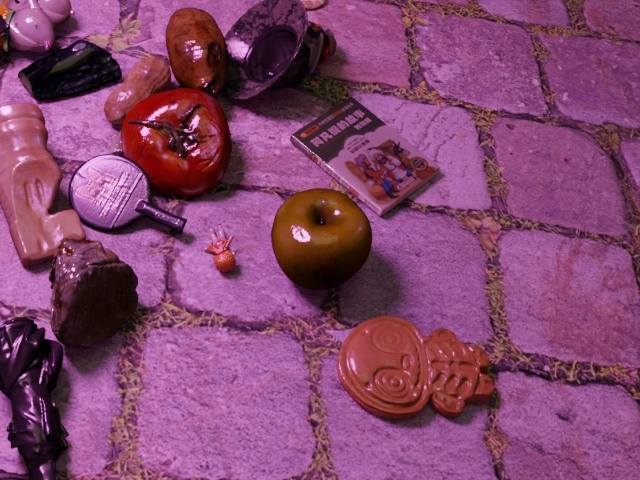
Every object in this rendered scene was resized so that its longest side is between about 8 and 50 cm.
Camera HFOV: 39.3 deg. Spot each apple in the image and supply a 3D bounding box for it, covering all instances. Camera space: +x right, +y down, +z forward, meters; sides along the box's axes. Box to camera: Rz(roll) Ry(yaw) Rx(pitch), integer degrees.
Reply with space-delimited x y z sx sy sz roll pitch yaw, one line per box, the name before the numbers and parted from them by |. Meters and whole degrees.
apple | 0.000 0.000 1.659 0.196 0.157 0.197 7 51 -8

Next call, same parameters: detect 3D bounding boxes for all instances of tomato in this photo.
tomato | -0.272 -0.200 1.744 0.227 0.101 0.228 3 77 -12

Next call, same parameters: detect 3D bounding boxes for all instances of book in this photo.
book | 0.095 -0.184 1.911 0.264 0.027 0.202 41 55 18

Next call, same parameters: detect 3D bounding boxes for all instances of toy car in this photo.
toy car | -0.022 -0.457 2.055 0.112 0.112 0.139 -19 49 -44

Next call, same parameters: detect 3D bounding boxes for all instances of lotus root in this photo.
lotus root | -0.258 -0.391 1.908 0.128 0.145 0.260 -17 55 0

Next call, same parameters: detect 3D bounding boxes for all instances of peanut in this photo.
peanut | -0.380 -0.309 1.854 0.089 0.089 0.193 26 51 7

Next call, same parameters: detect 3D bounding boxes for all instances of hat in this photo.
hat | -0.094 -0.399 1.954 0.128 0.265 0.266 23 39 -44

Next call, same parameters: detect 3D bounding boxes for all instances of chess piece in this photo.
chess piece | -0.534 -0.097 1.639 0.137 0.137 0.301 -15 71 -24

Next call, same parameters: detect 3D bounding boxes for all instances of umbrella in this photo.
umbrella | -0.436 0.271 1.371 0.118 0.118 0.340 -9 56 -21

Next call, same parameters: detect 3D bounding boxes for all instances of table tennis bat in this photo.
table tennis bat | -0.360 -0.074 1.684 0.236 0.027 0.150 25 74 4

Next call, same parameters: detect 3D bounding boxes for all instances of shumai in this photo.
shumai | -0.414 0.083 1.511 0.141 0.184 0.184 17 46 30

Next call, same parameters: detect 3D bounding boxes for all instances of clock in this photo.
clock | -0.614 -0.475 1.910 0.144 0.103 0.231 18 53 -2

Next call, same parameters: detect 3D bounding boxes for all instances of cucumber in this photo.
cucumber | -0.526 -0.362 1.864 0.193 0.086 0.115 -30 67 -24

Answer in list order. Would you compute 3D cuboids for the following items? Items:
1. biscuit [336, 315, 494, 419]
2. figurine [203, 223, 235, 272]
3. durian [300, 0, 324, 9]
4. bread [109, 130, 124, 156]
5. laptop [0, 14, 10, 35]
biscuit | 0.172 0.229 1.601 0.288 0.044 0.202 8 51 -5
figurine | -0.189 0.012 1.678 0.064 0.047 0.109 -24 51 4
durian | -0.053 -0.595 2.197 0.130 0.052 0.066 -8 94 -16
bread | -0.327 -0.208 1.818 0.192 0.036 0.112 4 51 -12
laptop | -0.741 -0.414 1.832 0.197 0.016 0.135 -39 65 -5
